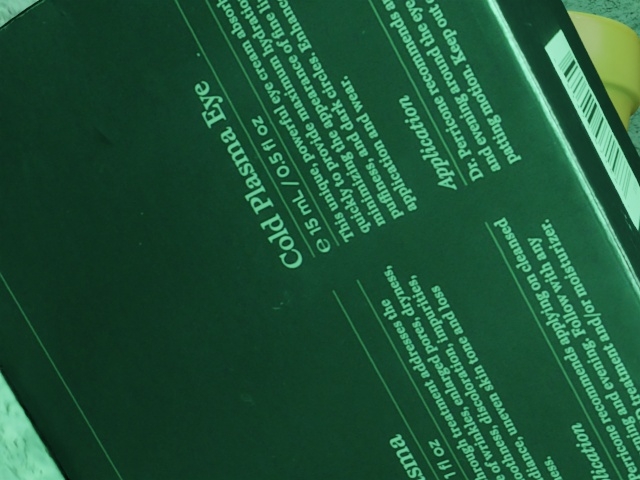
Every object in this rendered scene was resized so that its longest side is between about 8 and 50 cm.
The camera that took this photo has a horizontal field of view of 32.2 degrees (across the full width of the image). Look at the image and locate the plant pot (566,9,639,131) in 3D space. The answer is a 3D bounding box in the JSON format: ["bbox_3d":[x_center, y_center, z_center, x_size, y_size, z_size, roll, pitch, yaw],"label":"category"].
[{"bbox_3d":[0.171,-0.078,1.074,0.291,0.291,0.203,13,71,-60],"label":"plant pot"}]

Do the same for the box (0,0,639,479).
[{"bbox_3d":[0.000,0.000,0.583,0.343,0.312,0.179,62,24,-7],"label":"box"}]
